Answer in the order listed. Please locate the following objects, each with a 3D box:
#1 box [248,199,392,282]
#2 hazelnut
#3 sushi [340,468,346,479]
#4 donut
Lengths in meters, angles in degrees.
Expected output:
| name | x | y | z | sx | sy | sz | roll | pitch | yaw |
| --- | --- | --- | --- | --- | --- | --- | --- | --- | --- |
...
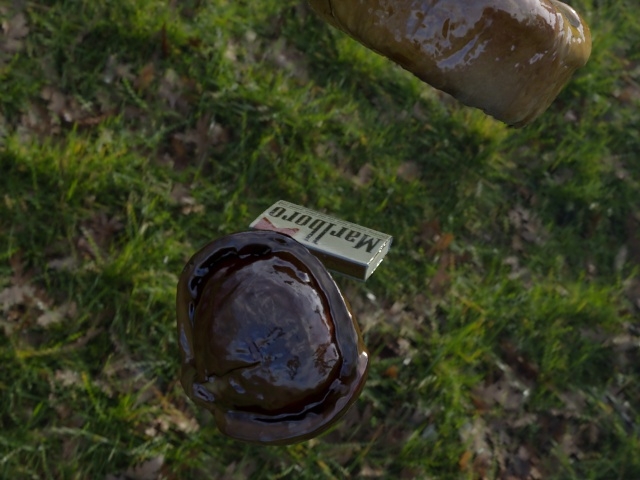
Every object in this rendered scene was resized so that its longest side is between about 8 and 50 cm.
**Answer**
| name | x | y | z | sx | sy | sz | roll | pitch | yaw |
| --- | --- | --- | --- | --- | --- | --- | --- | --- | --- |
| box | 0.000 | 0.000 | 1.295 | 0.177 | 0.036 | 0.115 | 18 | 28 | 16 |
| hazelnut | -0.044 | 0.094 | 0.887 | 0.160 | 0.170 | 0.202 | 20 | 27 | -54 |
| sushi | 0.039 | 0.435 | 1.460 | 0.026 | 0.126 | 0.120 | -11 | 8 | -6 |
| donut | 0.138 | -0.247 | 1.018 | 0.317 | 0.150 | 0.299 | 30 | 13 | -6 |
